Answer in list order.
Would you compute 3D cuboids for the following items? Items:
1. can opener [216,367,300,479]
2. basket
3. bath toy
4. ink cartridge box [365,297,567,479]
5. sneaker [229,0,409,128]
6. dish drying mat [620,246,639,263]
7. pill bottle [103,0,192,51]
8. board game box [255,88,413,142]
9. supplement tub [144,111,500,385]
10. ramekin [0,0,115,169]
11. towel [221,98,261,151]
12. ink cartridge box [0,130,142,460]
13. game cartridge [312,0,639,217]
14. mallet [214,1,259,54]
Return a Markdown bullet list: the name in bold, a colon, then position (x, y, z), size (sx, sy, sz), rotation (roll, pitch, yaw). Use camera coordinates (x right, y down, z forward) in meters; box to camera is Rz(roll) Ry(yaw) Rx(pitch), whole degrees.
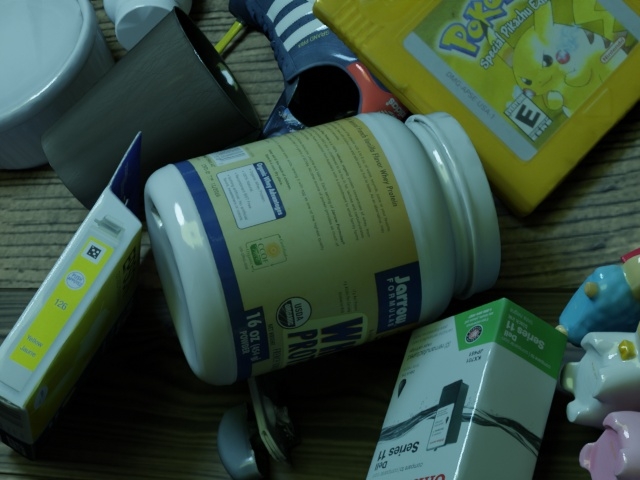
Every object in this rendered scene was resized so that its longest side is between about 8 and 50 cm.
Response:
- **can opener**: position (-0.089, 0.132, 1.583), size (0.095, 0.076, 0.283), rotation (-26, 46, 8)
- **basket**: position (-0.213, -0.144, 1.792), size (0.227, 0.154, 0.204), rotation (-37, 51, 8)
- **bath toy**: position (0.309, 0.178, 1.305), size (0.151, 0.129, 0.348), rotation (122, 155, -45)
- **ink cartridge box**: position (0.132, 0.176, 1.380), size (0.153, 0.087, 0.208), rotation (-26, 39, 52)
- **sneaker**: position (-0.017, -0.218, 1.723), size (0.350, 0.131, 0.148), rotation (28, 82, 46)
- **dish drying mat**: position (0.347, 0.011, 1.484), size (0.083, 0.008, 0.032), rotation (-26, 48, 8)
- **pill bottle**: position (-0.237, -0.357, 2.009), size (0.121, 0.121, 0.216), rotation (-21, 49, 13)
- **board game box**: position (0.042, -0.119, 1.727), size (0.243, 0.042, 0.165), rotation (9, 61, 34)
- **supplement tub**: position (0.000, 0.000, 1.484), size (0.316, 0.228, 0.228), rotation (-16, 46, -12)
- **ramekin**: position (-0.399, -0.216, 1.985), size (0.273, 0.127, 0.273), rotation (-15, 49, 19)
- **towel**: position (-0.140, -0.128, 1.852), size (0.113, 0.023, 0.152), rotation (-39, 49, 0)
- **ink cartridge box**: position (-0.252, 0.072, 1.585), size (0.072, 0.303, 0.307), rotation (32, 71, 4)
- **game cartridge**: position (0.200, -0.234, 1.586), size (0.323, 0.052, 0.285), rotation (44, 80, -2)
- **mallet**: position (-0.130, -0.244, 1.928), size (0.062, 0.039, 0.190), rotation (24, 74, 37)
